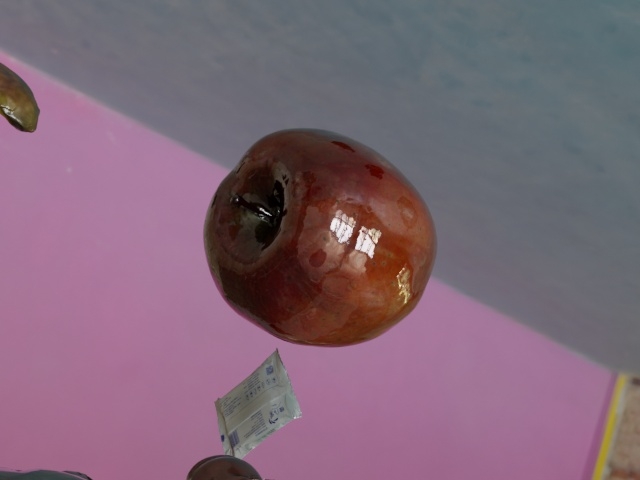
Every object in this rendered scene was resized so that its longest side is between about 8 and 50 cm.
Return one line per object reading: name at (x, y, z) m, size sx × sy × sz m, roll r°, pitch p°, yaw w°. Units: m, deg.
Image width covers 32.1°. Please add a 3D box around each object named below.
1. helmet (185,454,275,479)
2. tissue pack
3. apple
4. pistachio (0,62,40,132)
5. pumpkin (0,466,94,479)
helmet at (-0.102, 0.255, 1.165) m, size 0.111 × 0.057 × 0.089 m, roll -7°, pitch 138°, yaw -27°
tissue pack at (-0.109, 0.273, 1.810) m, size 0.026 × 0.123 × 0.193 m, roll 13°, pitch 138°, yaw -41°
apple at (-0.001, -0.001, 1.099) m, size 0.234 × 0.234 × 0.234 m, roll 19°, pitch 167°, yaw 5°
pistachio at (-0.389, -0.189, 1.336) m, size 0.173 × 0.049 × 0.089 m, roll 42°, pitch 174°, yaw 23°
pumpkin at (-0.137, 0.236, 0.381) m, size 0.291 × 0.327 × 0.257 m, roll 54°, pitch -176°, yaw -40°
